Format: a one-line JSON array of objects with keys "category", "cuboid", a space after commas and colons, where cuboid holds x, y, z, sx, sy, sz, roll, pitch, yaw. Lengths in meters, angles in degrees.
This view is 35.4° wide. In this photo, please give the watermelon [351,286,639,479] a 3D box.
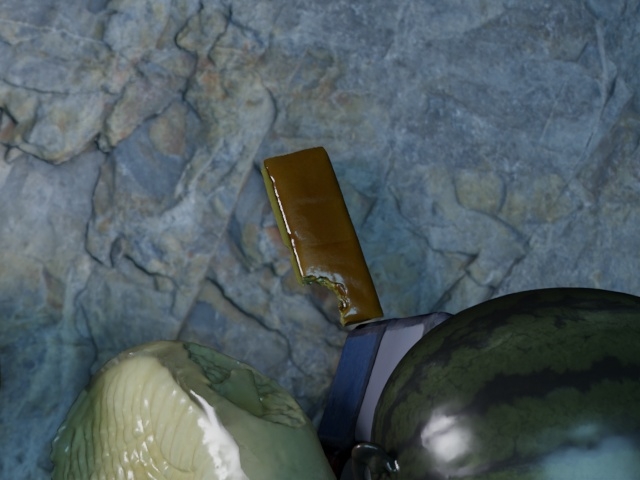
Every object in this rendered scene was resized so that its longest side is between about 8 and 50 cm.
[{"category": "watermelon", "cuboid": [0.194, 0.178, 0.821, 0.359, 0.279, 0.279, -6, 83, -13]}]

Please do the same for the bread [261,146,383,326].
[{"category": "bread", "cuboid": [0.000, 0.000, 1.221, 0.088, 0.049, 0.226, -13, 75, -19]}]

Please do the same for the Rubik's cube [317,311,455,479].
[{"category": "Rubik's cube", "cuboid": [0.170, 0.275, 1.108, 0.318, 0.316, 0.313, 19, 78, -10]}]

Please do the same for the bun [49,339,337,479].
[{"category": "bun", "cuboid": [-0.119, 0.283, 1.045, 0.202, 0.364, 0.364, 10, 78, -45]}]
